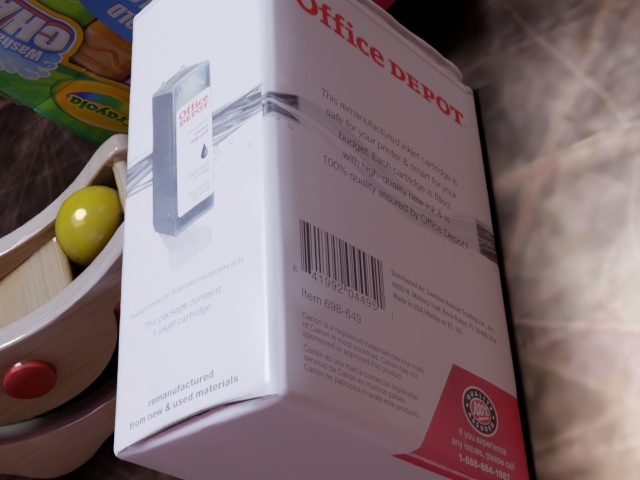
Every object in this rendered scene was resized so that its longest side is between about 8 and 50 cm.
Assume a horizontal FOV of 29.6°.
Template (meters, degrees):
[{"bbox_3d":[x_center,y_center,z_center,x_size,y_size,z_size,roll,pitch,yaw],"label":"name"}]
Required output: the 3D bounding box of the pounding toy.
[{"bbox_3d":[-0.186,0.034,0.689,0.269,0.154,0.155,-41,45,20],"label":"pounding toy"}]

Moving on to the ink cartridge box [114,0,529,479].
[{"bbox_3d":[0.000,0.000,0.522,0.092,0.158,0.218,-25,52,34],"label":"ink cartridge box"}]

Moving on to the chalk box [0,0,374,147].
[{"bbox_3d":[-0.116,-0.180,0.645,0.289,0.179,0.180,-25,51,34],"label":"chalk box"}]

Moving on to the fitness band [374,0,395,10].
[{"bbox_3d":[-0.041,-0.195,0.755,0.290,0.054,0.209,-8,60,41],"label":"fitness band"}]
